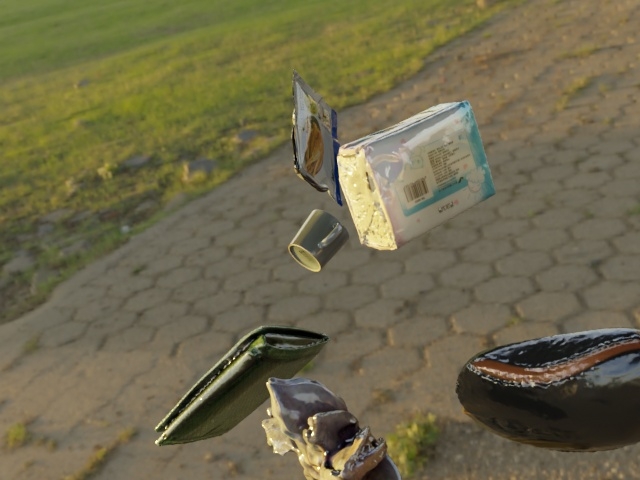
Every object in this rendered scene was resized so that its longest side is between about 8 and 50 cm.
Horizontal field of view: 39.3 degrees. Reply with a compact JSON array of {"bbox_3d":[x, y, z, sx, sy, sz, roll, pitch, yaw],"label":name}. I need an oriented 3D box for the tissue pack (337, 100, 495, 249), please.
[{"bbox_3d":[0.176,-0.121,1.642,0.271,0.201,0.124,-27,11,-32],"label":"tissue pack"}]

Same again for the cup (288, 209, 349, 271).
[{"bbox_3d":[0.000,0.000,1.490,0.077,0.078,0.100,-52,12,-23],"label":"cup"}]

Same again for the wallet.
[{"bbox_3d":[-0.110,0.203,1.255,0.236,0.055,0.160,-43,-28,22],"label":"wallet"}]

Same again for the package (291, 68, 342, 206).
[{"bbox_3d":[-0.004,-0.156,1.393,0.027,0.171,0.173,-13,-21,23],"label":"package"}]

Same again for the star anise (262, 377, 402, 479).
[{"bbox_3d":[0.016,0.235,0.991,0.093,0.229,0.236,-43,8,-14],"label":"star anise"}]

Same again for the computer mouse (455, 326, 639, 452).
[{"bbox_3d":[0.332,0.207,1.186,0.323,0.183,0.116,-15,37,32],"label":"computer mouse"}]
